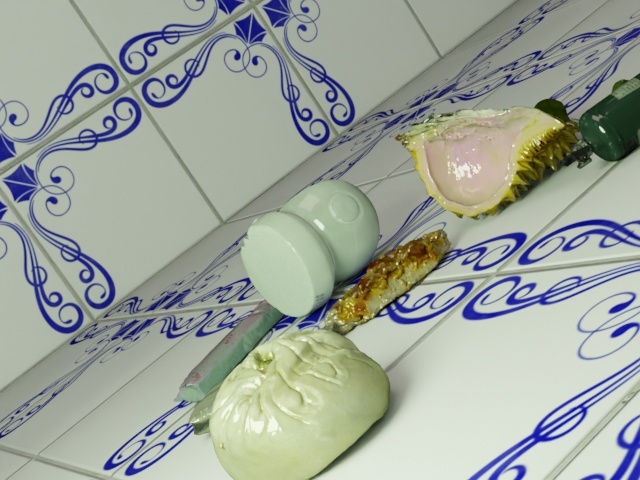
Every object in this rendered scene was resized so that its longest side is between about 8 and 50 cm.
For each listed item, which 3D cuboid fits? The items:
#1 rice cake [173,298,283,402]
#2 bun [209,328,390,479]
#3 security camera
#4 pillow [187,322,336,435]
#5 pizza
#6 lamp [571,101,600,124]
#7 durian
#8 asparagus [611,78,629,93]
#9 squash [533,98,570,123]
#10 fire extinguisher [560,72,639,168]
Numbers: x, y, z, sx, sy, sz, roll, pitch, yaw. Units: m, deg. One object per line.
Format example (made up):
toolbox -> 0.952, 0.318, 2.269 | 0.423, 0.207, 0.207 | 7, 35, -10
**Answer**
rice cake -> -0.158, 0.186, 2.063 | 0.081, 0.051, 0.290 | -23, 15, 42
bun -> -0.034, 0.193, 1.442 | 0.229, 0.145, 0.229 | -32, 7, 5
security camera -> 0.000, 0.000, 2.081 | 0.236, 0.195, 0.194 | -35, 10, -32
pillow -> -0.082, 0.205, 1.769 | 0.229, 0.050, 0.148 | -27, 17, 18
pizza -> 0.101, 0.057, 1.856 | 0.246, 0.058, 0.127 | -37, 12, -6
lamp -> 0.445, -0.199, 1.926 | 0.050, 0.056, 0.198 | 12, 9, 1
durian -> 0.307, -0.145, 1.935 | 0.305, 0.186, 0.195 | -15, 2, 38
asparagus -> 0.490, -0.201, 1.913 | 0.178, 0.041, 0.045 | -73, 4, -52
squash -> 0.407, -0.209, 2.104 | 0.069, 0.069, 0.258 | -31, 11, 14
fire extinguisher -> 0.468, -0.187, 1.782 | 0.294, 0.093, 0.118 | -35, -4, -6
